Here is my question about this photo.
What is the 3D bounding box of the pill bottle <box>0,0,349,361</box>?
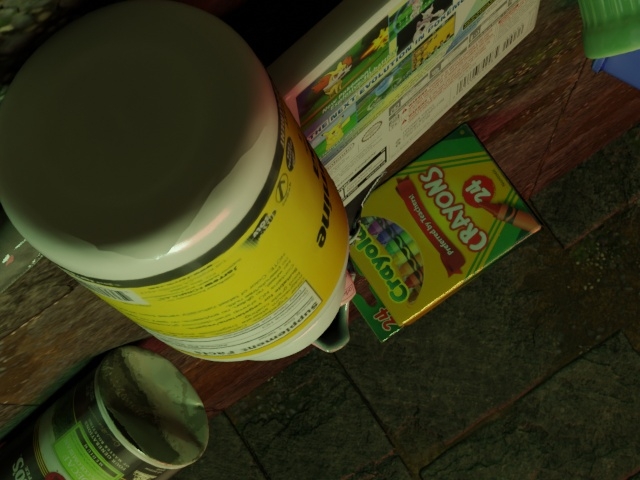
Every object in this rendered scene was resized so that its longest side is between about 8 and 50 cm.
[{"bbox_3d":[-0.084,-0.019,0.910,0.188,0.188,0.334,-35,157,0],"label":"pill bottle"}]

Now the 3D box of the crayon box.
[{"bbox_3d":[0.161,-0.006,1.926,0.318,0.202,0.081,-37,169,11],"label":"crayon box"}]

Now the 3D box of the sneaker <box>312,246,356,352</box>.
[{"bbox_3d":[0.000,0.000,1.405,0.112,0.131,0.319,-27,145,-18],"label":"sneaker"}]

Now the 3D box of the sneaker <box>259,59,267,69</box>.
[{"bbox_3d":[-0.073,-0.088,1.155,0.115,0.090,0.232,-28,161,0],"label":"sneaker"}]

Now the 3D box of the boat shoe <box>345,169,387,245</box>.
[{"bbox_3d":[0.009,-0.020,1.647,0.301,0.102,0.108,-42,168,37],"label":"boat shoe"}]

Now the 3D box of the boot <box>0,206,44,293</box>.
[{"bbox_3d":[-0.254,0.003,0.978,0.208,0.076,0.189,-31,-176,16],"label":"boot"}]

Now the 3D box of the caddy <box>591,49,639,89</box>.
[{"bbox_3d":[0.433,-0.306,1.498,0.241,0.179,0.341,-58,172,-4],"label":"caddy"}]

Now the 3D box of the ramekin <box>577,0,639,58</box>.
[{"bbox_3d":[0.379,-0.296,1.187,0.303,0.148,0.303,-20,-173,3],"label":"ramekin"}]

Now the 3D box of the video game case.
[{"bbox_3d":[0.085,-0.171,1.095,0.329,0.036,0.300,-43,163,-12],"label":"video game case"}]

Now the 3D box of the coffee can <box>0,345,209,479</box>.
[{"bbox_3d":[-0.328,0.311,1.829,0.275,0.201,0.201,-40,169,27],"label":"coffee can"}]
